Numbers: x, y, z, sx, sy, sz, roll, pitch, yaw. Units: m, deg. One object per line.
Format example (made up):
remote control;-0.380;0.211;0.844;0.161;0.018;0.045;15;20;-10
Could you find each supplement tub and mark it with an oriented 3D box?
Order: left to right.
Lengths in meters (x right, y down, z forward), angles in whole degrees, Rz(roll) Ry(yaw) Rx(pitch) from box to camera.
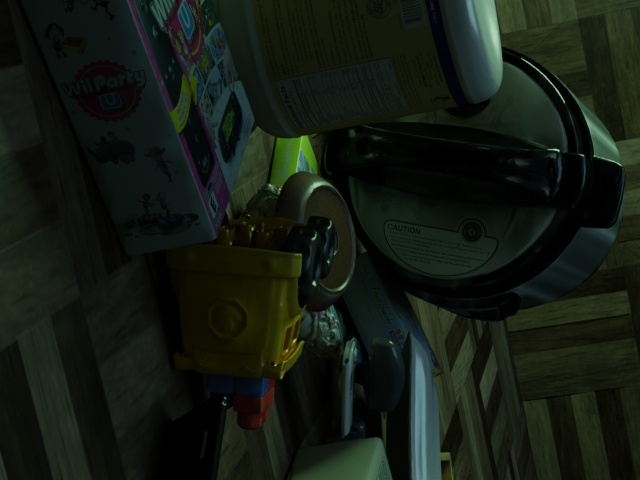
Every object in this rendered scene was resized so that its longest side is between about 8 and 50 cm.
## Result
supplement tub;0.025;-0.248;1.623;0.241;0.331;0.241;-10;90;-75

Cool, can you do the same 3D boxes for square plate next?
square plate;0.125;0.346;1.931;0.347;0.049;0.344;96;-5;-62

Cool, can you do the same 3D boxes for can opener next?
can opener;0.055;0.255;1.769;0.076;0.095;0.283;-63;155;-68

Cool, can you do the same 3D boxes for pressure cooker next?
pressure cooker;0.224;-0.090;2.037;0.375;0.370;0.420;60;15;17

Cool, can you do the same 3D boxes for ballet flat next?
ballet flat;-0.044;0.049;1.712;0.077;0.091;0.241;-35;114;-41

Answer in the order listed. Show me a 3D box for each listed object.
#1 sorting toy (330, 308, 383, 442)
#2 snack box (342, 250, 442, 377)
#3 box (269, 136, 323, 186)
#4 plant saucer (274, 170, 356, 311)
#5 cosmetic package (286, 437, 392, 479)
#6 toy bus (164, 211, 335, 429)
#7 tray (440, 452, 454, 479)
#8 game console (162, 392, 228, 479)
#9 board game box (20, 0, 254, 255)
sorting toy;0.062;0.275;2.007;0.229;0.041;0.307;57;27;-58
snack box;0.102;0.123;2.122;0.174;0.070;0.207;65;10;17
box;-0.032;-0.056;1.865;0.178;0.042;0.109;-83;158;-51
plant saucer;0.000;0.000;1.674;0.168;0.029;0.168;19;68;-59
cosmetic package;0.014;0.371;1.612;0.309;0.113;0.160;-64;142;-68
toy bus;-0.069;0.078;1.457;0.220;0.149;0.211;-41;133;-77
tray;0.181;0.544;2.234;0.203;0.076;0.410;26;55;-72
game console;-0.109;0.223;1.325;0.071;0.107;0.122;37;36;-27
board game box;-0.164;-0.175;1.319;0.224;0.098;0.303;-79;155;-55
